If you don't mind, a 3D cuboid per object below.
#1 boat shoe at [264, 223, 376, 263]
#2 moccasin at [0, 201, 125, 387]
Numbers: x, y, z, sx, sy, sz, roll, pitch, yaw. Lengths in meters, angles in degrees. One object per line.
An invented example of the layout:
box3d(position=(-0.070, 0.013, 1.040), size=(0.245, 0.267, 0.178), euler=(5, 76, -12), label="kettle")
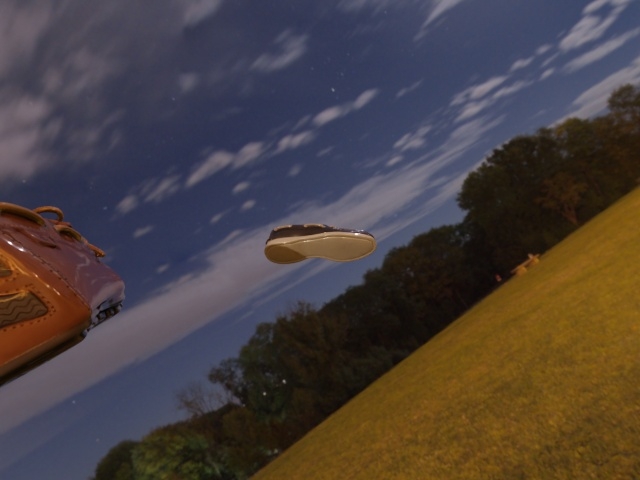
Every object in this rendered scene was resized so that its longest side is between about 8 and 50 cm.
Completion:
box3d(position=(0.000, 0.000, 0.563), size=(0.125, 0.038, 0.046), euler=(-7, -47, 13), label="boat shoe")
box3d(position=(-0.268, 0.032, 0.444), size=(0.139, 0.146, 0.380), euler=(-30, 5, -14), label="moccasin")
